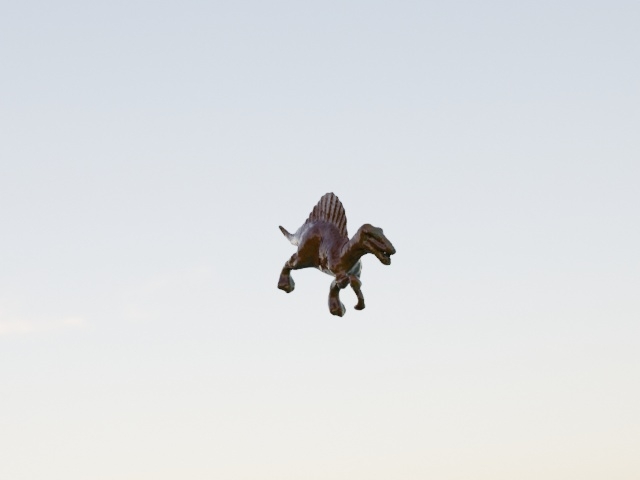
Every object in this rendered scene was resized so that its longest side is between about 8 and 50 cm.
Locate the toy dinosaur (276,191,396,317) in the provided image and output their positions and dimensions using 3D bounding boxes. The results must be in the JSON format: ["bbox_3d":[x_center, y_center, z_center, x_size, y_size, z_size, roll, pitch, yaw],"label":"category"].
[{"bbox_3d":[0.000,0.001,1.714,0.057,0.212,0.142,-10,-48,-32],"label":"toy dinosaur"}]
